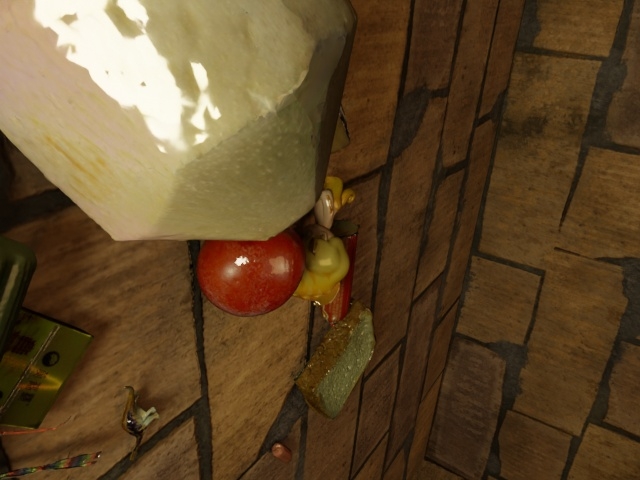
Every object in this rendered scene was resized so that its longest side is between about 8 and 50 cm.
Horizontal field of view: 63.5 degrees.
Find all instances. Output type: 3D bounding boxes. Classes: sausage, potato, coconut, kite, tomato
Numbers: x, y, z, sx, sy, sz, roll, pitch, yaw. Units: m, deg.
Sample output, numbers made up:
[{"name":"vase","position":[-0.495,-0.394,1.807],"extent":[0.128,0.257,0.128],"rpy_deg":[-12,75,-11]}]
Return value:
[{"name":"sausage","position":[-0.091,0.504,1.226],"extent":[0.034,0.034,0.083],"rpy_deg":[-58,149,-22]},{"name":"sausage","position":[0.038,0.085,1.145],"extent":[0.083,0.083,0.264],"rpy_deg":[-34,136,-48]},{"name":"potato","position":[-0.009,-0.194,0.899],"extent":[0.103,0.066,0.096],"rpy_deg":[-31,110,-38]},{"name":"coconut","position":[-0.118,-0.157,0.481],"extent":[0.352,0.352,0.353],"rpy_deg":[-39,139,-45]},{"name":"kite","position":[-0.361,0.266,0.586],"extent":[0.244,0.006,0.198],"rpy_deg":[8,111,-54]},{"name":"tomato","position":[-0.104,0.040,0.779],"extent":[0.167,0.167,0.167],"rpy_deg":[-39,139,-45]}]

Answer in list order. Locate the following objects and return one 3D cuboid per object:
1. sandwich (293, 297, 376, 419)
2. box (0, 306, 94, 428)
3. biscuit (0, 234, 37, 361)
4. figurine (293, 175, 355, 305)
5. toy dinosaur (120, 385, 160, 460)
[{"name":"sandwich","position":[0.044,0.295,1.278],"extent":[0.251,0.087,0.226],"rpy_deg":[-53,146,-25]},{"name":"box","position":[-0.344,0.126,0.541],"extent":[0.121,0.030,0.193],"rpy_deg":[-62,150,-14]},{"name":"biscuit","position":[-0.337,0.148,0.462],"extent":[0.099,0.038,0.323],"rpy_deg":[33,80,-85]},{"name":"figurine","position":[0.000,0.000,0.991],"extent":[0.156,0.131,0.247],"rpy_deg":[126,-21,-80]},{"name":"toy dinosaur","position":[-0.264,0.254,0.756],"extent":[0.058,0.037,0.180],"rpy_deg":[-43,143,-48]}]
